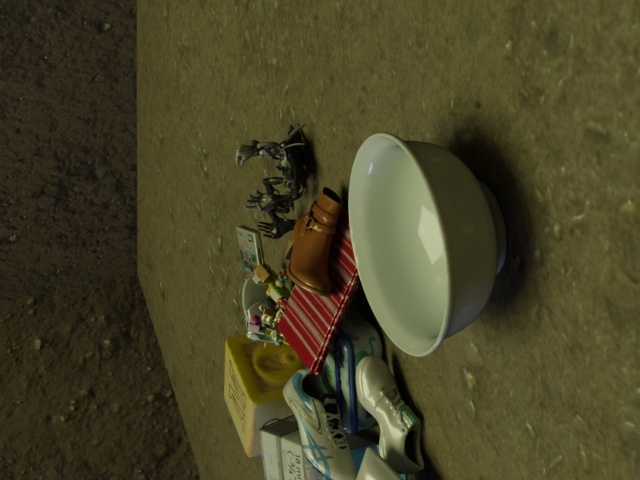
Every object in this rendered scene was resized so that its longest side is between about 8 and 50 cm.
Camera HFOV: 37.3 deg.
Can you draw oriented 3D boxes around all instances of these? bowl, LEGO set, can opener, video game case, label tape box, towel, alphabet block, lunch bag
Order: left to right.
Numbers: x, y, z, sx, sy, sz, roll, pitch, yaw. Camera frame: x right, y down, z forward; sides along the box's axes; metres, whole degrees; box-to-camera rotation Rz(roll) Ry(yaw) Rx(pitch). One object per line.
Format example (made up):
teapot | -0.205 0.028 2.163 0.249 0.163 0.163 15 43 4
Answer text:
video game case | -0.174 0.041 2.388 0.157 0.019 0.143 -163 63 -67
can opener | -0.107 0.279 2.250 0.095 0.075 0.284 169 89 -72
alphabet block | -0.099 0.325 2.085 0.197 0.192 0.193 96 152 -44
LEGO set | -0.079 0.116 2.043 0.287 0.132 0.107 -89 17 -61
towel | 0.010 0.085 1.712 0.275 0.031 0.199 -66 28 11
label tape box | 0.023 0.491 1.818 0.333 0.105 0.241 5 105 53
lunch bag | 0.052 0.238 1.764 0.176 0.090 0.219 -138 40 -56
bowl | 0.155 -0.004 1.261 0.298 0.134 0.298 169 90 -72

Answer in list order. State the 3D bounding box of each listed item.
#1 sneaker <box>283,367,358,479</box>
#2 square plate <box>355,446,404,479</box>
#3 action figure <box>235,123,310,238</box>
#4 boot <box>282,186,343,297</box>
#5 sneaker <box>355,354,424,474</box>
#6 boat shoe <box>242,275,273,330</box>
sneaker | 0.007 0.332 1.700 0.086 0.085 0.237 -49 54 29
square plate | 0.139 0.578 1.574 0.347 0.049 0.344 42 132 36
action figure | -0.096 -0.121 1.898 0.276 0.140 0.164 103 161 -53
boot | 0.000 0.000 1.675 0.152 0.073 0.197 -58 32 16
sneaker | 0.130 0.294 1.617 0.094 0.080 0.212 -21 88 59
boat shoe | -0.152 0.192 2.324 0.070 0.077 0.220 -168 67 -68
